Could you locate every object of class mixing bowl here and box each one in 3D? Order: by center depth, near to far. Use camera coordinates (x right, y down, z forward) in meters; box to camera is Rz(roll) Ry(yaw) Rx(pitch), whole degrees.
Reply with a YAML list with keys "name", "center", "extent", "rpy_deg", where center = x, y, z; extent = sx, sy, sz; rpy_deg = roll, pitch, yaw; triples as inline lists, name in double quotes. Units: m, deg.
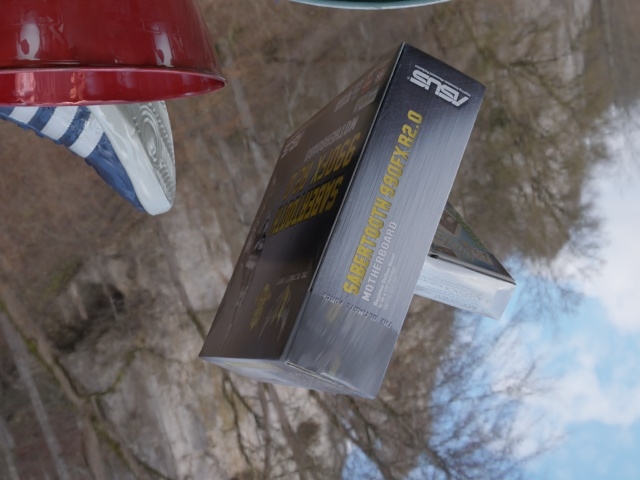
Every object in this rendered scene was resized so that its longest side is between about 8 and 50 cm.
- name: "mixing bowl"
  center: [-0.145, -0.131, 0.479]
  extent: [0.182, 0.098, 0.181]
  rpy_deg: [-3, -175, 0]

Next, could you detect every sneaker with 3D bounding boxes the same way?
- name: "sneaker"
  center: [-0.250, -0.140, 0.784]
  extent: [0.148, 0.350, 0.131]
  rpy_deg: [-14, -131, 10]

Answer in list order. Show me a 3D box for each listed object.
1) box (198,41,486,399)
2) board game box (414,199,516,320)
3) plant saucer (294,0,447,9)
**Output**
- name: "box"
  center: [0.000, 0.000, 0.543]
  extent: [0.056, 0.183, 0.231]
  rpy_deg: [25, 167, -14]
- name: "board game box"
  center: [0.093, -0.018, 1.028]
  extent: [0.193, 0.053, 0.305]
  rpy_deg: [19, -162, -14]
- name: "plant saucer"
  center: [0.029, -0.260, 0.420]
  extent: [0.318, 0.317, 0.044]
  rpy_deg: [-11, 173, 3]
